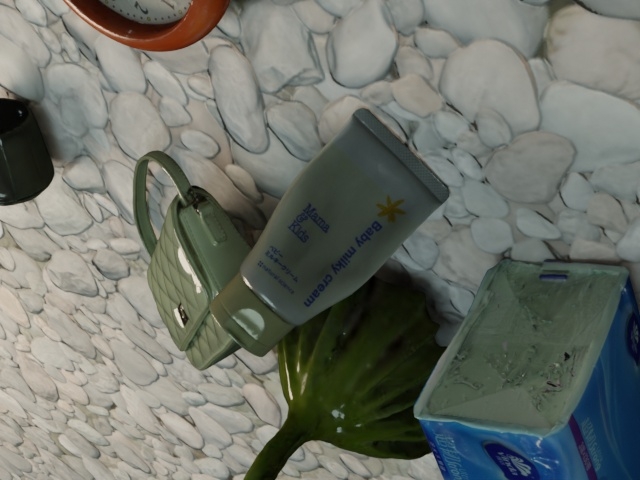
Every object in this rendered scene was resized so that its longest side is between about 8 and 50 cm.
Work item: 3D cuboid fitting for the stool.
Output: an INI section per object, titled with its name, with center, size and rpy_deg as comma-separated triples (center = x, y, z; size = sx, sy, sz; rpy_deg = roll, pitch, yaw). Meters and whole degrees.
[stool]
center = -0.358, -0.101, 1.047
size = 0.096, 0.096, 0.110
rpy_deg = 19, 135, 20

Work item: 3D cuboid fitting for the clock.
[clock]
center = -0.161, -0.252, 0.766
size = 0.205, 0.051, 0.205
rpy_deg = 20, 139, 18

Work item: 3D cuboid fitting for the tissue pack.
[tissue pack]
center = 0.212, 0.176, 0.820
size = 0.146, 0.198, 0.264
rpy_deg = 2, 132, 38

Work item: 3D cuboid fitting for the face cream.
[face cream]
center = 0.000, 0.000, 0.819
size = 0.114, 0.070, 0.224
rpy_deg = 43, 98, -10

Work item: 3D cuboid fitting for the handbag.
[handbag]
center = -0.143, 0.020, 0.987
size = 0.219, 0.079, 0.256
rpy_deg = 56, 156, 7

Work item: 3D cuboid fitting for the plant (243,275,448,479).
[plant]
center = 0.011, 0.160, 0.871
size = 0.251, 0.333, 0.180
rpy_deg = 48, 128, 3
